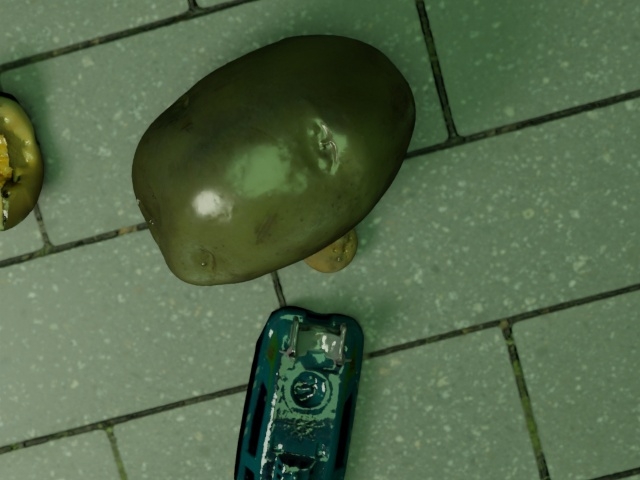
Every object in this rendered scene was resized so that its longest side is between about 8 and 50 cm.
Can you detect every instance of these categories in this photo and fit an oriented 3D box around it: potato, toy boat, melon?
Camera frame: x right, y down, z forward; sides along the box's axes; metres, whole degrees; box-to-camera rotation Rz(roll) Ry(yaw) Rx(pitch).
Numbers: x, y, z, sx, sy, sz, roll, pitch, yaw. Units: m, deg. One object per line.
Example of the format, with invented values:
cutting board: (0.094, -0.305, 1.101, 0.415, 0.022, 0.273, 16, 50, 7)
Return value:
potato: (-0.050, -0.090, 1.375, 0.326, 0.243, 0.221, -25, 110, 10)
potato: (0.000, 0.000, 1.484, 0.083, 0.062, 0.068, 18, 82, 21)
toy boat: (-0.029, 0.232, 1.509, 0.134, 0.092, 0.299, 8, 100, -3)
melon: (-0.388, -0.096, 1.475, 0.128, 0.079, 0.160, -1, 101, 21)
